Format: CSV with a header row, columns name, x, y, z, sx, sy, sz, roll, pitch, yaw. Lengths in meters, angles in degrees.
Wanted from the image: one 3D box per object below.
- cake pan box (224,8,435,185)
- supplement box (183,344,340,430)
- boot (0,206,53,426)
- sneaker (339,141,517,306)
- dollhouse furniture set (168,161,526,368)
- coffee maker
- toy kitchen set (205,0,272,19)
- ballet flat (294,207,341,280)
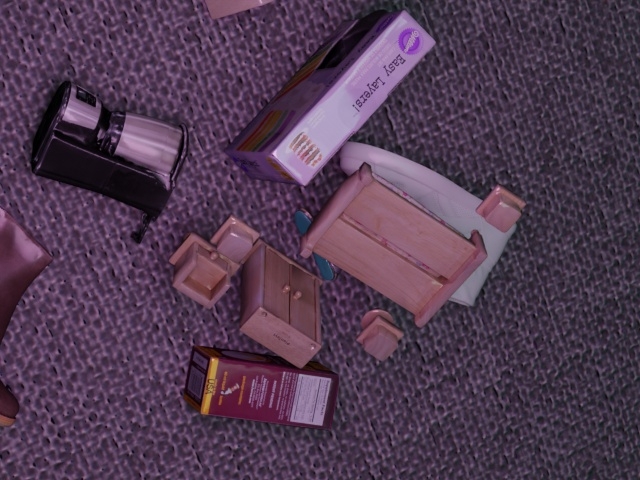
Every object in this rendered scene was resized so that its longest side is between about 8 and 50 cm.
name,x,y,z,sx,sy,sz,roll,pitch,yaw
cake pan box,0.010,-0.188,1.795,0.070,0.246,0.267,45,82,-18
supplement box,-0.081,0.201,1.883,0.188,0.104,0.081,10,93,-20
boot,-0.419,0.094,1.763,0.207,0.090,0.248,-42,104,-8
sneaker,0.128,-0.011,1.929,0.292,0.108,0.169,28,84,-21
dollhouse furniture set,0.028,-0.031,1.780,0.303,0.174,0.355,33,114,-19
coffee maker,-0.280,-0.099,1.774,0.178,0.120,0.171,19,91,-19
toy kitchen set,-0.064,-0.412,1.833,0.207,0.122,0.166,-29,105,-34
ballet flat,0.000,0.000,1.928,0.041,0.041,0.114,-28,105,-14
